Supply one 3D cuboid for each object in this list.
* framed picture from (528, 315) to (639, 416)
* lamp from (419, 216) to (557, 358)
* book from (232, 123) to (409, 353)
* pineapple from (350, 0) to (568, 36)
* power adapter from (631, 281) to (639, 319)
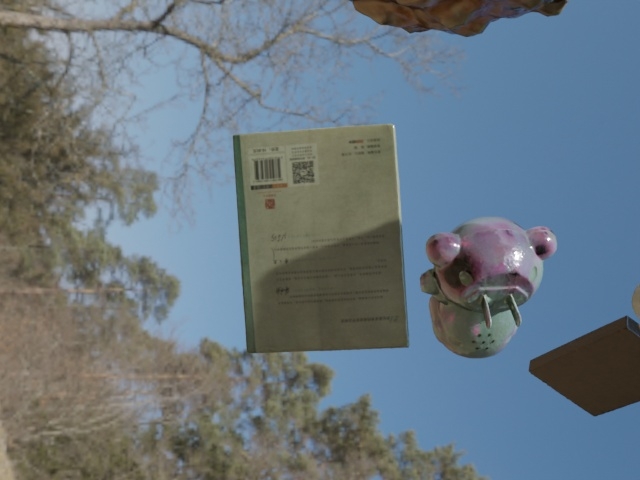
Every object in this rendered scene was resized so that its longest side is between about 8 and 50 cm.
[{"bbox_3d":[0.380,0.169,1.013,0.168,0.128,0.023,-41,-160,47],"label":"framed picture"},{"bbox_3d":[0.315,0.105,1.491,0.247,0.247,0.301,-92,-178,-47],"label":"lamp"},{"bbox_3d":[0.000,0.000,0.970,0.025,0.215,0.282,-22,110,-83],"label":"book"},{"bbox_3d":[0.132,-0.178,0.240,0.340,0.169,0.169,-10,-103,50],"label":"pineapple"},{"bbox_3d":[0.548,0.108,1.069,0.124,0.187,0.255,-52,-175,1],"label":"power adapter"}]
